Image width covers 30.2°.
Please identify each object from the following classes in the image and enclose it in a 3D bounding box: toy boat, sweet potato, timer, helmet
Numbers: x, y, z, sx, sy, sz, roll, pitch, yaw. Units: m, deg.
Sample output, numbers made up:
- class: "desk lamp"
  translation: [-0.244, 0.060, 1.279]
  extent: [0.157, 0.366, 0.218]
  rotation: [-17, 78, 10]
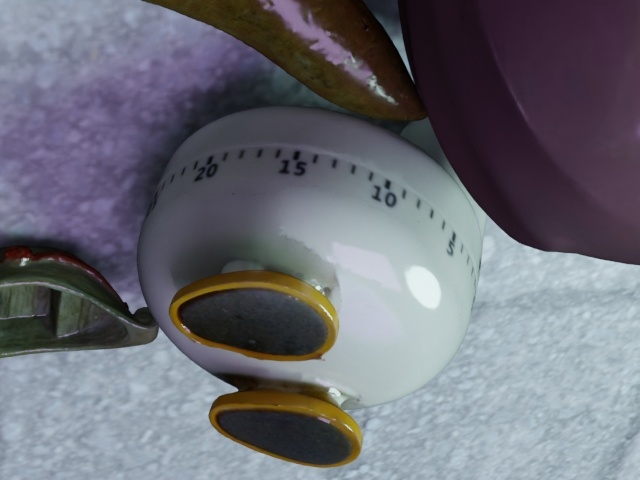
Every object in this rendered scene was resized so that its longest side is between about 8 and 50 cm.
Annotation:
- class: "toy boat"
  translation: [-0.208, 0.047, 0.825]
  extent: [0.185, 0.071, 0.089]
  rotation: [-3, 134, -18]
- class: "sweet potato"
  translation: [-0.074, -0.153, 0.662]
  extent: [0.346, 0.108, 0.079]
  rotation: [12, 132, -36]
- class: "timer"
  translation: [0.000, 0.000, 0.812]
  extent: [0.233, 0.240, 0.234]
  rotation: [10, 142, 8]
- class: "helmet"
  translation: [0.148, -0.114, 0.673]
  extent: [0.197, 0.271, 0.339]
  rotation: [-10, 111, -8]
